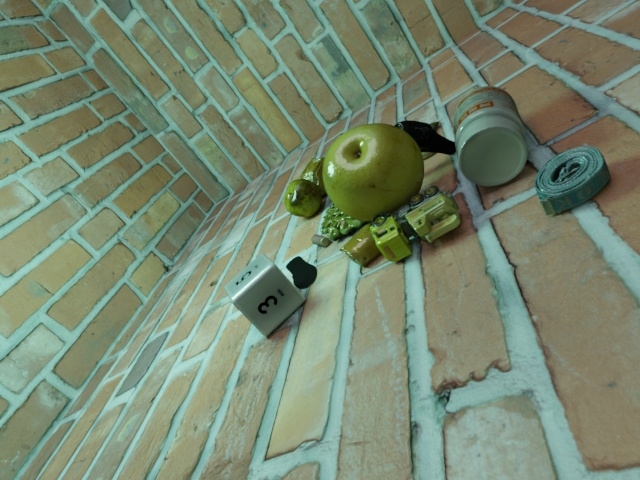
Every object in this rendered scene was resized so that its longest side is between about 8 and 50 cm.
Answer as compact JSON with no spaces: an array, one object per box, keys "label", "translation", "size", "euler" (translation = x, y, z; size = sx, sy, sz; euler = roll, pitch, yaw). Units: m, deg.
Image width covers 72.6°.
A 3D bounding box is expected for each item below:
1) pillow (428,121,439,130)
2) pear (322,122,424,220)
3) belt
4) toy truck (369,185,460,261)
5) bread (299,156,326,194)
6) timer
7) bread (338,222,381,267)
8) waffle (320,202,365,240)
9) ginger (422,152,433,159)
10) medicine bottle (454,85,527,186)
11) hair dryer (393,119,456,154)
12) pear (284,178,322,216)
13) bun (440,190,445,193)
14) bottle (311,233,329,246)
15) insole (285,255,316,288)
[{"label":"pillow","translation":[0.473,-0.478,2.013],"size":[0.113,0.038,0.203],"euler":[-17,31,43]},{"label":"pear","translation":[0.183,-0.228,1.483],"size":[0.348,0.348,0.348],"euler":[-33,22,15]},{"label":"belt","translation":[0.615,-0.150,1.072],"size":[0.163,0.082,0.148],"euler":[-23,36,28]},{"label":"toy truck","translation":[0.292,-0.040,1.325],"size":[0.272,0.124,0.157],"euler":[-29,29,18]},{"label":"bread","translation":[-0.017,-0.336,2.341],"size":[0.121,0.174,0.245],"euler":[-22,31,41]},{"label":"timer","translation":[-0.202,0.190,1.563],"size":[0.195,0.192,0.194],"euler":[-42,22,-8]},{"label":"bread","translation":[0.157,0.007,1.493],"size":[0.173,0.085,0.134],"euler":[-43,22,-9]},{"label":"waffle","translation":[0.133,-0.126,1.814],"size":[0.317,0.073,0.297],"euler":[-31,23,16]},{"label":"ginger","translation":[0.424,-0.369,1.871],"size":[0.173,0.051,0.069],"euler":[-3,47,50]},{"label":"medicine bottle","translation":[0.539,-0.343,1.404],"size":[0.211,0.211,0.371],"euler":[-26,24,31]},{"label":"hair dryer","translation":[0.330,-0.312,1.713],"size":[0.359,0.303,0.120],"euler":[-45,52,39]},{"label":"pear","translation":[-0.079,-0.209,2.184],"size":[0.197,0.197,0.197],"euler":[-33,22,15]},{"label":"bun","translation":[0.386,-0.118,1.417],"size":[0.086,0.055,0.086],"euler":[-47,15,17]},{"label":"bottle","translation":[0.000,0.000,1.820],"size":[0.045,0.045,0.096],"euler":[-45,24,-15]},{"label":"insole","translation":[-0.080,0.124,1.754],"size":[0.109,0.007,0.322],"euler":[-39,21,-6]}]
